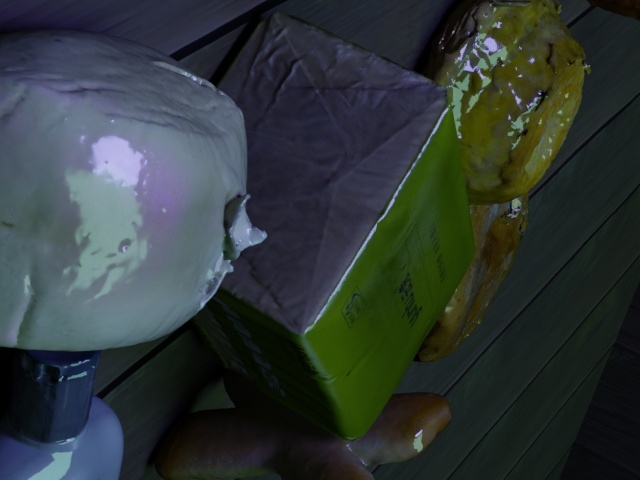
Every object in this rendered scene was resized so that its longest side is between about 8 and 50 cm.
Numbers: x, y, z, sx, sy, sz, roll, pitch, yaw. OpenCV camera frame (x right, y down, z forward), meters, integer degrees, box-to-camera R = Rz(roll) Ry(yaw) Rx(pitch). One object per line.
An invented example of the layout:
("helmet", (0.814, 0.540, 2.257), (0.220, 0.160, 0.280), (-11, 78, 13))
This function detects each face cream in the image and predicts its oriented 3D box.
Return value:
("face cream", (-0.189, 0.172, 1.070), (0.144, 0.071, 0.291), (-32, 145, -47))

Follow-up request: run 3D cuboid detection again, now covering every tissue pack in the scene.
("tissue pack", (0.000, 0.000, 1.176), (0.200, 0.167, 0.274), (-57, 160, -14))

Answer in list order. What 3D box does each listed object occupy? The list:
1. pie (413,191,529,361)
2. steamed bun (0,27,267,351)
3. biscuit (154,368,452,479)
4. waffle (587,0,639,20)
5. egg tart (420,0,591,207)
("pie", (0.166, 0.023, 1.795), (0.273, 0.069, 0.273), (-56, 163, -27))
("steamed bun", (-0.122, -0.018, 0.860), (0.170, 0.153, 0.239), (-68, 163, 15))
("biscuit", (-0.018, 0.160, 1.303), (0.164, 0.208, 0.047), (-52, 141, -29))
("waffle", (0.153, -0.236, 1.031), (0.213, 0.308, 0.091), (-38, 145, -52))
("egg tart", (0.175, -0.129, 1.534), (0.295, 0.116, 0.295), (-53, 160, -29))
